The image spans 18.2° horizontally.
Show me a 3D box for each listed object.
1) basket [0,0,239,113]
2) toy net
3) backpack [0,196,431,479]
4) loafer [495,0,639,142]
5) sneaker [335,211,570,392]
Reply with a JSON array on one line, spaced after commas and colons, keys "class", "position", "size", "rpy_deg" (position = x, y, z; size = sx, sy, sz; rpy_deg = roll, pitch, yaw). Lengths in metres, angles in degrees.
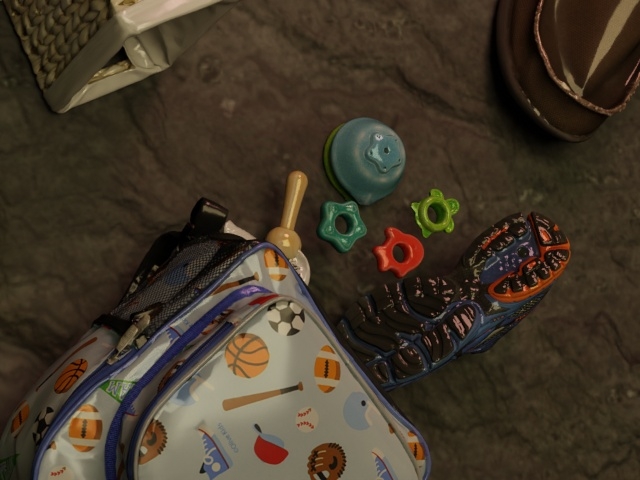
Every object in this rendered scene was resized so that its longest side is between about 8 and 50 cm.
[{"class": "basket", "position": [-0.145, -0.179, 1.441], "size": [0.113, 0.167, 0.103], "rpy_deg": [-26, 87, -31]}, {"class": "toy net", "position": [0.000, 0.000, 1.553], "size": [0.232, 0.045, 0.122], "rpy_deg": [-38, 100, -29]}, {"class": "backpack", "position": [-0.078, 0.155, 1.375], "size": [0.263, 0.213, 0.276], "rpy_deg": [-39, 103, -10]}, {"class": "loafer", "position": [0.260, -0.253, 1.706], "size": [0.134, 0.130, 0.366], "rpy_deg": [30, 65, -20]}, {"class": "sneaker", "position": [0.102, 0.066, 1.570], "size": [0.221, 0.087, 0.083], "rpy_deg": [-27, 60, -15]}]
